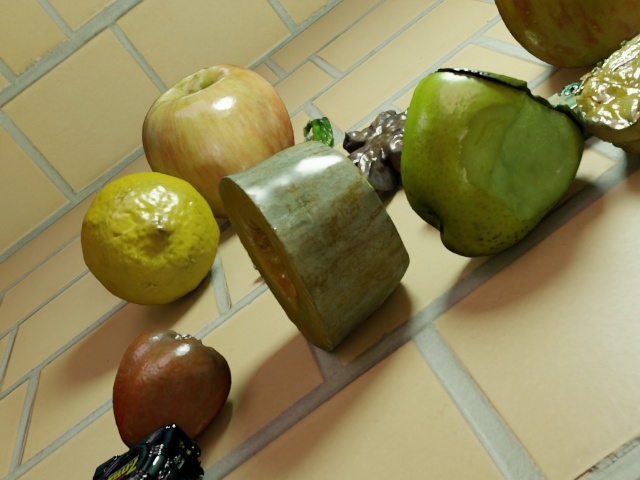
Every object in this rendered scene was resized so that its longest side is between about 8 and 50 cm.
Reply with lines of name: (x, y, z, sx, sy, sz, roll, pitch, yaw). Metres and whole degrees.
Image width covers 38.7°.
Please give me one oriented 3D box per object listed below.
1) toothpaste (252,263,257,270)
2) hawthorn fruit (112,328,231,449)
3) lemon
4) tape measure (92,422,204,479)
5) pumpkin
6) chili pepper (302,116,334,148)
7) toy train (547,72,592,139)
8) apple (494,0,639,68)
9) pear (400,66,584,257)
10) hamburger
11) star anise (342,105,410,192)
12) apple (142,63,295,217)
toothpaste: (-0.058, 0.040, 1.851, 0.216, 0.037, 0.062, -9, 34, 43)
hawthorn fruit: (-0.268, 0.272, 1.534, 0.199, 0.199, 0.251, -2, 55, 56)
lemon: (-0.390, -0.003, 2.089, 0.336, 0.336, 0.336, -32, 22, 15)
tape measure: (-0.278, 0.391, 1.393, 0.199, 0.112, 0.186, -38, 14, 16)
pumpkin: (0.000, 0.000, 1.492, 0.199, 0.332, 0.332, -30, 19, -16)
chili pepper: (-0.003, -0.252, 2.308, 0.077, 0.084, 0.359, 2, 19, -3)
toy train: (0.413, -0.203, 1.553, 0.188, 0.072, 0.099, -34, 28, 10)
apple: (0.501, -0.518, 1.686, 0.400, 0.333, 0.400, -33, 23, 16)
pear: (0.251, -0.105, 1.380, 0.292, 0.292, 0.159, -42, 18, -9)
hamburger: (0.533, -0.235, 1.350, 0.285, 0.134, 0.265, -35, 28, 23)
star anise: (0.130, -0.187, 1.907, 0.315, 0.108, 0.315, -26, 30, 16)
apple: (-0.249, -0.246, 2.310, 0.392, 0.346, 0.391, -24, 24, 11)
